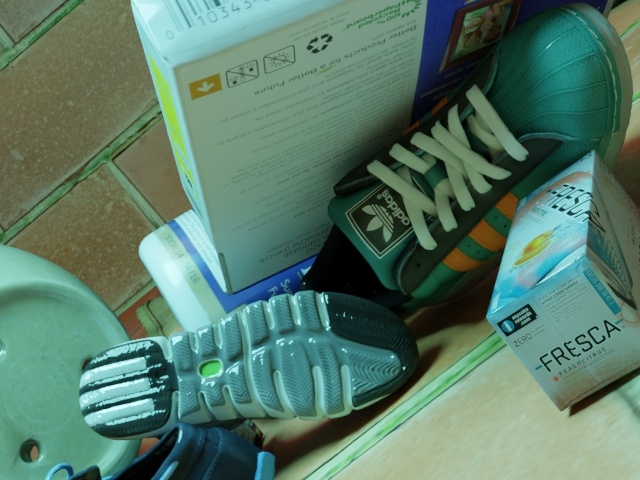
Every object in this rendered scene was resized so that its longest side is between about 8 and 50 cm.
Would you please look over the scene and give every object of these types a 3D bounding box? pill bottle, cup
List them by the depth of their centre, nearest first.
[{"bbox_3d":[-0.272,0.137,0.982,0.237,0.331,0.331,-22,18,50],"label":"cup"},{"bbox_3d":[0.000,0.000,1.002,0.265,0.153,0.153,-32,6,-8],"label":"pill bottle"}]

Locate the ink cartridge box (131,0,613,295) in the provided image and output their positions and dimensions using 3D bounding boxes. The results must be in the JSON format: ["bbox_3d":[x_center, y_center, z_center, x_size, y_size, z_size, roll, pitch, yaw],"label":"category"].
[{"bbox_3d":[0.048,-0.108,0.805,0.304,0.072,0.307,-26,-21,-11],"label":"ink cartridge box"}]

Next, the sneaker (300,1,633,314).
[{"bbox_3d":[0.082,-0.028,0.787,0.121,0.108,0.302,-20,-22,-33],"label":"sneaker"}]

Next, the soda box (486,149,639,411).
[{"bbox_3d":[0.135,0.014,0.641,0.058,0.063,0.183,-36,8,22],"label":"soda box"}]

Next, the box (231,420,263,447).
[{"bbox_3d":[-0.108,0.193,0.925,0.137,0.027,0.094,-38,8,15],"label":"box"}]

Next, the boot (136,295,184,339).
[{"bbox_3d":[-0.097,0.050,1.551,0.269,0.089,0.236,-41,20,-3],"label":"boot"}]

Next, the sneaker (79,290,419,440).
[{"bbox_3d":[-0.042,0.096,0.861,0.229,0.086,0.132,-8,-17,6],"label":"sneaker"}]

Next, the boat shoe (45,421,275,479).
[{"bbox_3d":[-0.143,0.182,0.822,0.258,0.089,0.109,-38,30,25],"label":"boat shoe"}]

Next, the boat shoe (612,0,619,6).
[{"bbox_3d":[0.403,-0.357,1.581,0.099,0.116,0.319,3,-4,-5],"label":"boat shoe"}]
